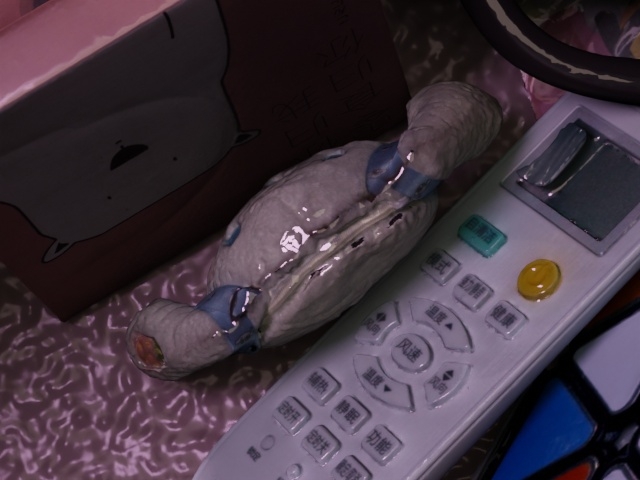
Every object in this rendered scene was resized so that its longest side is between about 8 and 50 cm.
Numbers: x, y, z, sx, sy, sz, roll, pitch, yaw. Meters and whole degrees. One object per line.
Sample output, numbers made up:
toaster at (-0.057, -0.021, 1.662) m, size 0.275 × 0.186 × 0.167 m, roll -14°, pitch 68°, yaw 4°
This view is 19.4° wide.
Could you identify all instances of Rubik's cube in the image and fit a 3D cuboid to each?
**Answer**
Rubik's cube at (0.132, 0.169, 0.832) m, size 0.234 × 0.284 × 0.250 m, roll -29°, pitch 115°, yaw 1°

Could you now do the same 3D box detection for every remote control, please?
remote control at (0.062, 0.051, 0.882) m, size 0.293 × 0.051 × 0.103 m, roll -47°, pitch 44°, yaw -2°

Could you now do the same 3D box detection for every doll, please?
doll at (0.000, 0.000, 0.880) m, size 0.214 × 0.103 × 0.071 m, roll -36°, pitch 100°, yaw 2°

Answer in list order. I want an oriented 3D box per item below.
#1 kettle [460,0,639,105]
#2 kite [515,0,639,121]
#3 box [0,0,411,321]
kettle at (0.148, -0.165, 0.867) m, size 0.232 × 0.144 × 0.202 m, roll 6°, pitch 85°, yaw -2°
kite at (0.158, -0.135, 0.943) m, size 0.204 × 0.022 × 0.360 m, roll -29°, pitch 82°, yaw -2°
box at (-0.075, -0.079, 0.848) m, size 0.215 × 0.215 × 0.086 m, roll -31°, pitch 68°, yaw -2°
